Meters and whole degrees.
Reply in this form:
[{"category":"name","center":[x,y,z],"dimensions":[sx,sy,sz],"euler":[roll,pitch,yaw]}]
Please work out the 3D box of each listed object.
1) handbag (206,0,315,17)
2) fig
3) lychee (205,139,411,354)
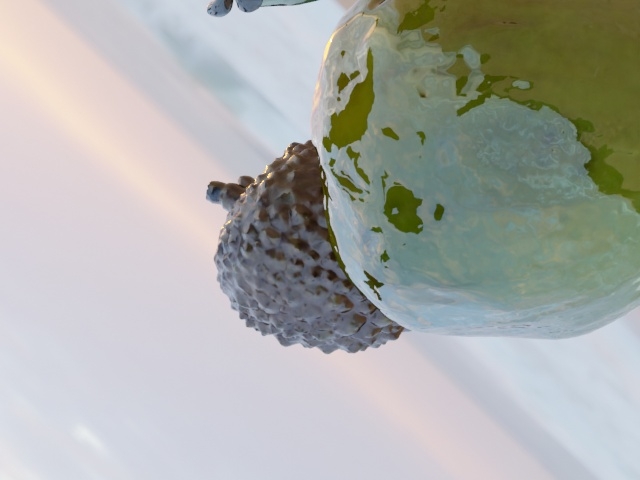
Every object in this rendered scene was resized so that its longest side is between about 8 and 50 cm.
[{"category":"handbag","center":[-0.012,-0.163,1.162],"dimensions":[0.072,0.111,0.047],"euler":[0,104,57]},{"category":"fig","center":[0.169,-0.075,1.542],"dimensions":[0.343,0.343,0.343],"euler":[43,179,1]},{"category":"lychee","center":[0.000,0.000,1.776],"dimensions":[0.238,0.200,0.200],"euler":[29,176,15]}]
